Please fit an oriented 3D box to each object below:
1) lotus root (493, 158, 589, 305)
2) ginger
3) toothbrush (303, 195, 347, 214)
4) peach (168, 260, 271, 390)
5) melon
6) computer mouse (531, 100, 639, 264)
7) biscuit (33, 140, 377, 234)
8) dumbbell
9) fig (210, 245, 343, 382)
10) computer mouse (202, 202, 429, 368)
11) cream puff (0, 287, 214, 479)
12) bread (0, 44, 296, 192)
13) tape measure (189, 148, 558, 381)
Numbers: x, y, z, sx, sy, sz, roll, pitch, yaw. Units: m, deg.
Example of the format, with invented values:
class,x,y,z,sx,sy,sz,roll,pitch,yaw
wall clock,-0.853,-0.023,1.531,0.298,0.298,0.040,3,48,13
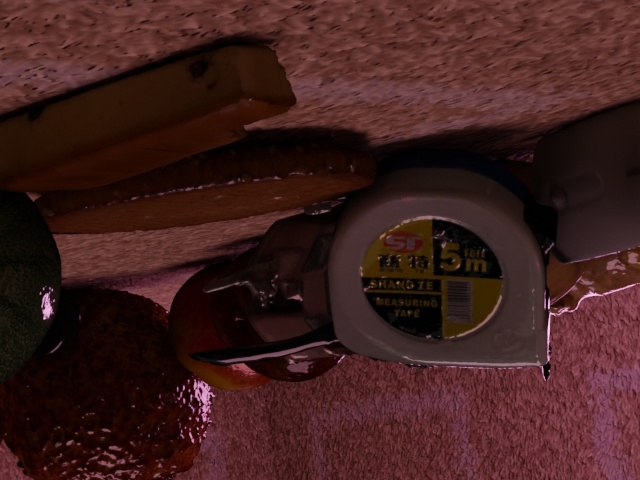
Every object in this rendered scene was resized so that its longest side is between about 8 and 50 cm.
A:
class,x,y,z,sx,sy,sz,roll,pitch,yaw
lotus root,0.186,-0.002,1.583,0.309,0.183,0.182,-22,169,22
ginger,0.367,0.020,2.181,0.267,0.152,0.138,-31,137,27
toothbrush,0.076,-0.051,1.655,0.194,0.017,0.014,-11,180,-4
peach,-0.111,0.112,2.185,0.192,0.190,0.190,-25,168,22
melon,-0.281,0.031,1.132,0.182,0.182,0.287,-6,172,-21
computer mouse,0.267,-0.054,1.399,0.079,0.128,0.231,-4,169,-43
biscuit,-0.099,-0.045,1.354,0.305,0.038,0.305,-8,176,-1
dumbbell,-0.402,0.104,2.035,0.100,0.100,0.191,-11,173,25
fig,-0.006,0.043,2.031,0.290,0.190,0.190,-50,-169,-22
computer mouse,0.054,0.042,1.737,0.389,0.200,0.115,-6,-174,-17
cream puff,-0.306,0.210,2.231,0.350,0.351,0.229,-6,157,-27
bread,-0.108,-0.075,1.001,0.226,0.049,0.088,-14,172,35
tape measure,0.043,0.025,1.465,0.351,0.215,0.098,0,-150,9
